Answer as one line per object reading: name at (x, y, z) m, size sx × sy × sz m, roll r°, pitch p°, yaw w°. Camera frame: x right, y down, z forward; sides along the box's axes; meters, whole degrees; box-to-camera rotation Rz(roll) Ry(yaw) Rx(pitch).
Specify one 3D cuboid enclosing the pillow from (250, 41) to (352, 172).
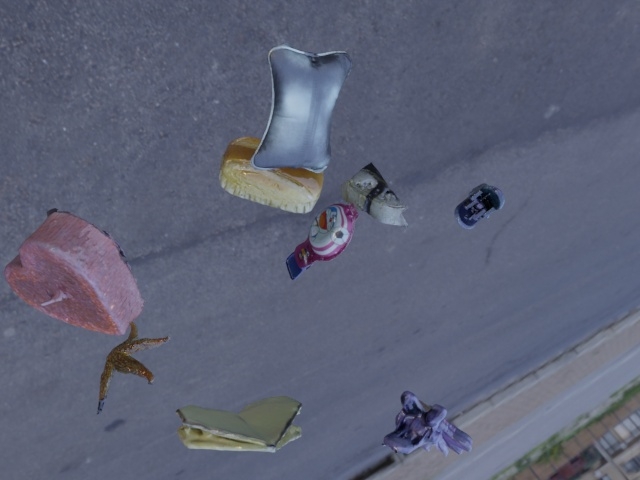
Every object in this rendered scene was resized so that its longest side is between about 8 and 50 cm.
pillow at (-0.019, -0.132, 0.620) m, size 0.091 × 0.055 × 0.135 m, roll -22°, pitch 132°, yaw -50°

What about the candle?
candle at (-0.517, 0.097, 1.269) m, size 0.317 × 0.287 × 0.131 m, roll -26°, pitch -152°, yaw 46°

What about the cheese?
cheese at (0.000, 0.000, 1.476) m, size 0.244 × 0.155 × 0.062 m, roll -42°, pitch 134°, yaw 23°

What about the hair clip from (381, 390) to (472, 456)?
hair clip at (0.178, 0.307, 0.977) m, size 0.090 × 0.137 × 0.278 m, roll -62°, pitch 154°, yaw -6°

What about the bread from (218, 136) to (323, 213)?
bread at (-0.110, -0.151, 1.350) m, size 0.237 × 0.139 × 0.106 m, roll 16°, pitch 137°, yaw -6°

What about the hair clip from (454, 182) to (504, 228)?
hair clip at (0.290, -0.075, 1.079) m, size 0.083 × 0.048 × 0.275 m, roll -42°, pitch 176°, yaw 19°

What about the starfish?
starfish at (-0.266, 0.168, 0.801) m, size 0.041 × 0.133 × 0.130 m, roll 49°, pitch 63°, yaw -30°

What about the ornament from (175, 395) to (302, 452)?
ornament at (-0.114, 0.297, 0.945) m, size 0.201 × 0.180 × 0.059 m, roll 2°, pitch 93°, yaw -28°

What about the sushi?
sushi at (0.179, -0.128, 2.040) m, size 0.109 × 0.272 × 0.134 m, roll -16°, pitch 149°, yaw -38°
